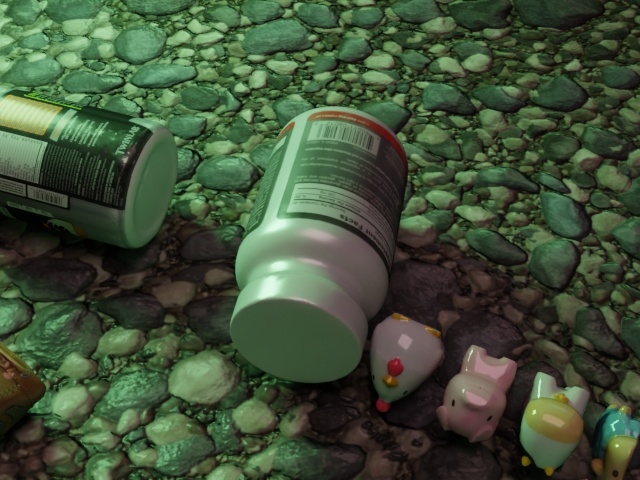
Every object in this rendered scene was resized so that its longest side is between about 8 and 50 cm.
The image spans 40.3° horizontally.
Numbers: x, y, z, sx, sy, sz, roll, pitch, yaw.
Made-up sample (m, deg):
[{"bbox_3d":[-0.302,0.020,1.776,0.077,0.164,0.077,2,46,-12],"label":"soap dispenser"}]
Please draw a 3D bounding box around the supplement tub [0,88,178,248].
[{"bbox_3d":[-0.390,-0.114,1.299,0.315,0.194,0.194,15,48,10],"label":"supplement tub"}]

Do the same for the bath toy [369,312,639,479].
[{"bbox_3d":[0.213,0.207,1.097,0.348,0.151,0.129,22,85,16],"label":"bath toy"}]

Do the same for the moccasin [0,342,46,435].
[{"bbox_3d":[-0.504,0.097,1.132,0.380,0.139,0.147,35,53,25],"label":"moccasin"}]

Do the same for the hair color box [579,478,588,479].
[{"bbox_3d":[0.255,0.323,0.972,0.071,0.141,0.043,-8,48,-11],"label":"hair color box"}]

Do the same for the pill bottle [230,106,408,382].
[{"bbox_3d":[0.000,0.000,1.210,0.210,0.210,0.363,10,48,5],"label":"pill bottle"}]
